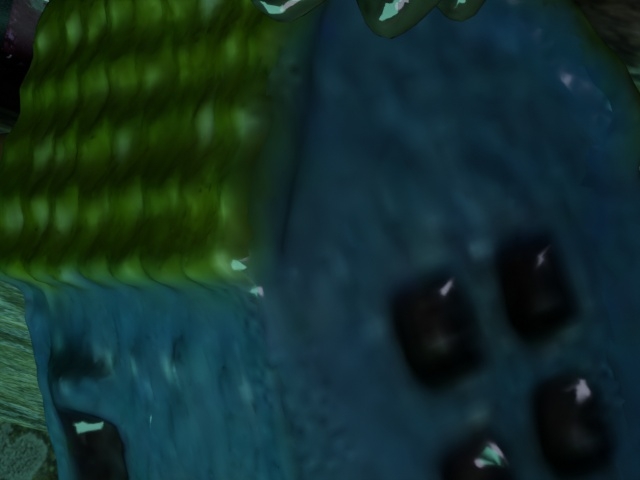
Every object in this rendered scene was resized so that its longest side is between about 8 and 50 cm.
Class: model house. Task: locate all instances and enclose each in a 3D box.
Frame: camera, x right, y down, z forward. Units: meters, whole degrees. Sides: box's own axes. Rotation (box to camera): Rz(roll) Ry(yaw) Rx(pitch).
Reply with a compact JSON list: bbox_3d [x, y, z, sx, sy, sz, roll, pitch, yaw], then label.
[{"bbox_3d":[0.000,0.000,0.715,0.215,0.303,0.237,-15,-173,-29],"label":"model house"}]

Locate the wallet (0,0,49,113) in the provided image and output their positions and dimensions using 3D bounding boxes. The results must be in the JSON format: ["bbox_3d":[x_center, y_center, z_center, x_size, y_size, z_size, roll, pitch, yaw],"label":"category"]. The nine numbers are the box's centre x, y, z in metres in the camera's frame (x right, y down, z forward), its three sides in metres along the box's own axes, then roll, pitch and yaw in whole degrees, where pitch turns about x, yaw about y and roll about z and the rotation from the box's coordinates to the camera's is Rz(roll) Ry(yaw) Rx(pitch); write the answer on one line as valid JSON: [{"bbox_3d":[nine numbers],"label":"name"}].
[{"bbox_3d":[-0.119,-0.092,0.956,0.119,0.025,0.232,16,168,-10],"label":"wallet"}]

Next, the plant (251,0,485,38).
[{"bbox_3d":[0.023,-0.132,0.305,0.132,0.194,0.129,13,170,14],"label":"plant"}]

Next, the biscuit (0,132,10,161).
[{"bbox_3d":[-0.271,-0.004,1.028,0.312,0.057,0.351,-5,170,-46],"label":"biscuit"}]
